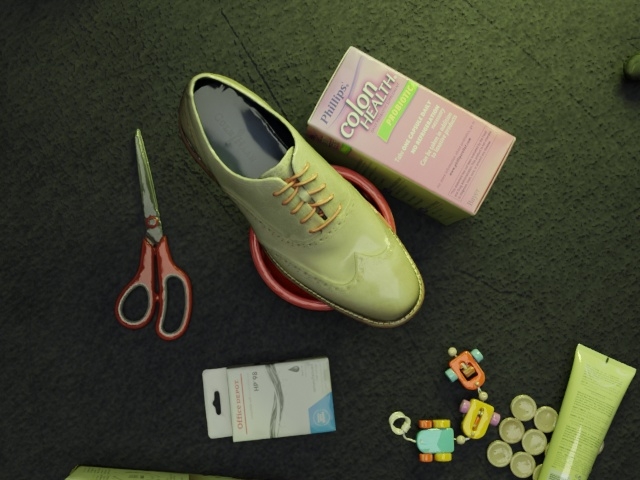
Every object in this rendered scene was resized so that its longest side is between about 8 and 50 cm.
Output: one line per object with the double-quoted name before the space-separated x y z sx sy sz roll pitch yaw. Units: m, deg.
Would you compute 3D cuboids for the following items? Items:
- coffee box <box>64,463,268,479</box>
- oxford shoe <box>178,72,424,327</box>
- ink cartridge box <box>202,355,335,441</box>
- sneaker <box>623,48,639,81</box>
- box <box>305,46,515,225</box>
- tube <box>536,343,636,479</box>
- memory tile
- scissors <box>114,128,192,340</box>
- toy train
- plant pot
"coffee box" -0.199 0.406 1.392 0.297 0.119 0.168 6 88 -2
"oxford shoe" -0.031 -0.043 1.238 0.397 0.146 0.140 42 85 2
"ink cartridge box" -0.074 0.223 1.436 0.180 0.060 0.104 -6 88 -3
"sneaker" 0.580 -0.240 1.472 0.287 0.109 0.130 -5 93 -1
"box" 0.111 -0.133 1.387 0.243 0.213 0.117 28 86 0
"tube" 0.365 0.274 1.447 0.070 0.062 0.240 31 78 -44
"memory tile" 0.323 0.298 1.475 0.148 0.012 0.113 28 86 0
"scissors" -0.228 -0.008 1.465 0.109 0.021 0.297 5 86 0
"toy train" 0.180 0.236 1.457 0.166 0.046 0.125 -40 88 -7
"plant pot" 0.000 0.000 1.394 0.191 0.174 0.191 0 87 -2
